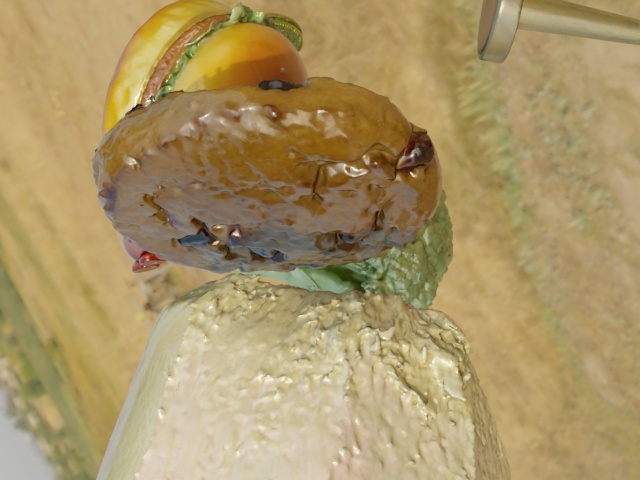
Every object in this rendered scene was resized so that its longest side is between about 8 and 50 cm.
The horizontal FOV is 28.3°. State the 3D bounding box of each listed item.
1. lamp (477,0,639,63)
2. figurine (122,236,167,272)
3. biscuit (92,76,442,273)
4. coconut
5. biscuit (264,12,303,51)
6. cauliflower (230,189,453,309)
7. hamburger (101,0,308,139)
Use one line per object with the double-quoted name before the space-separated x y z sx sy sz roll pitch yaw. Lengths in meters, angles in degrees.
"lamp" 0.212 -0.129 0.822 0.121 0.215 0.121 -171 90 -87
"figurine" -0.215 -0.001 1.590 0.083 0.067 0.071 -25 73 52
"biscuit" -0.044 -0.039 1.054 0.296 0.296 0.075 96 176 -65
"coconut" -0.017 0.202 0.881 0.297 0.297 0.309 89 -169 -61
"biscuit" -0.062 -0.240 1.506 0.084 0.084 0.023 93 174 -64
"cauliflower" 0.018 0.010 1.490 0.260 0.281 0.327 68 -160 -47
"hamburger" -0.100 -0.130 1.333 0.170 0.246 0.246 27 150 26
